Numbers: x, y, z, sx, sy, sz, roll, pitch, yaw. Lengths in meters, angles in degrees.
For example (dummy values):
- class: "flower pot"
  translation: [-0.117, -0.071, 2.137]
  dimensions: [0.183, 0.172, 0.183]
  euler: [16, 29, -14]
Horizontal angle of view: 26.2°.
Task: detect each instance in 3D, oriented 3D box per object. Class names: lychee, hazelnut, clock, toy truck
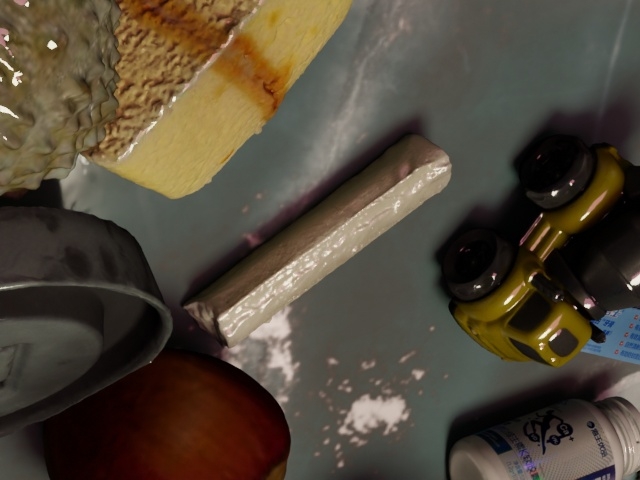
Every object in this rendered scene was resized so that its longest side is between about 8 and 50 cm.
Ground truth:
- class: "lychee"
  translation: [-0.247, -0.141, 0.851]
  dimensions: [0.255, 0.255, 0.274]
  euler: [-45, 157, -1]
- class: "hazelnut"
  translation: [-0.136, 0.177, 1.130]
  dimensions: [0.208, 0.208, 0.208]
  euler: [-13, 121, -23]
- class: "clock"
  translation: [-0.265, 0.076, 0.947]
  dimensions: [0.325, 0.067, 0.325]
  euler: [-17, 161, -6]
- class: "toy truck"
  translation: [0.234, 0.025, 1.251]
  dimensions: [0.224, 0.165, 0.147]
  euler: [-47, 129, 1]

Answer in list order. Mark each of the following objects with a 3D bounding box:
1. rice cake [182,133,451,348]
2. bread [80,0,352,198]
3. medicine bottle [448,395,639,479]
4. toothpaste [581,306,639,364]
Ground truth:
- class: "rice cake"
  translation: [0.000, 0.000, 1.176]
  dimensions: [0.256, 0.057, 0.052]
  euler: [-37, 145, -7]
- class: "bread"
  translation: [-0.098, -0.152, 1.056]
  dimensions: [0.240, 0.135, 0.178]
  euler: [-49, 162, 1]
- class: "medicine bottle"
  translation: [0.235, 0.224, 1.396]
  dimensions: [0.191, 0.107, 0.107]
  euler: [-17, 122, -21]
- class: "toothpaste"
  translation: [0.346, 0.094, 1.426]
  dimensions: [0.272, 0.053, 0.066]
  euler: [14, 112, -35]
